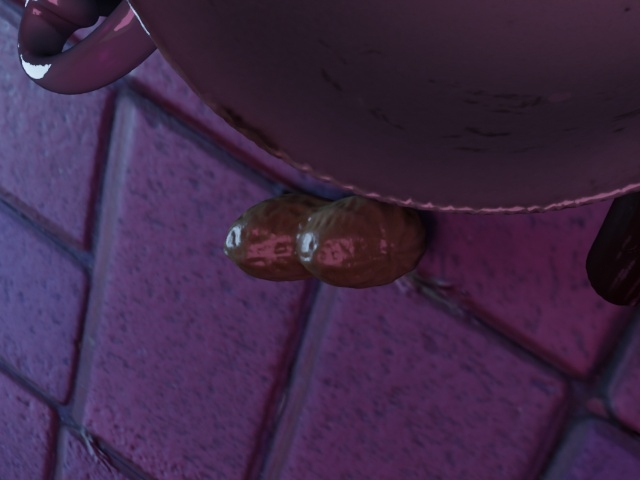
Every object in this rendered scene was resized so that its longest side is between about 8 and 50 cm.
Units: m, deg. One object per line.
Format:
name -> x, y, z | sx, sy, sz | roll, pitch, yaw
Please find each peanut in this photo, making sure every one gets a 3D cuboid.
peanut -> 0.000, 0.000, 1.132 | 0.187, 0.082, 0.082 | 4, 121, 38

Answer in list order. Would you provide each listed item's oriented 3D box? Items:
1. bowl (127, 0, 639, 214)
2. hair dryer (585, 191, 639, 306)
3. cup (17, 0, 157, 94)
bowl -> 0.110, -0.233, 0.645 | 0.434, 0.196, 0.435 | 4, 98, 30
hair dryer -> 0.174, -0.146, 0.891 | 0.340, 0.123, 0.312 | 50, 150, 16
cup -> -0.110, -0.244, 0.866 | 0.259, 0.357, 0.274 | 28, 152, -31
